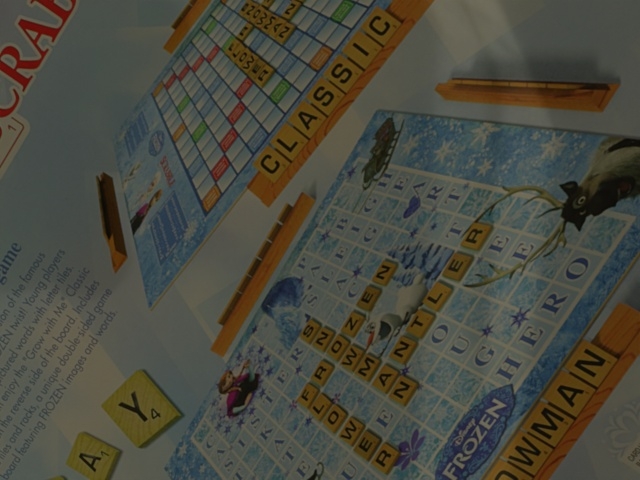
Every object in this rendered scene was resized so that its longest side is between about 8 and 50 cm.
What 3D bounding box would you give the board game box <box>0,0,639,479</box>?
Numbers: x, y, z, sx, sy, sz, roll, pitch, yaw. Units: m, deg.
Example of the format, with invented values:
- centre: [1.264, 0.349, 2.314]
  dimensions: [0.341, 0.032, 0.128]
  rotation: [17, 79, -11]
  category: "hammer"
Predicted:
- centre: [0.000, 0.000, 0.621]
  dimensions: [0.318, 0.066, 0.319]
  rotation: [35, -69, -2]
  category: "board game box"
